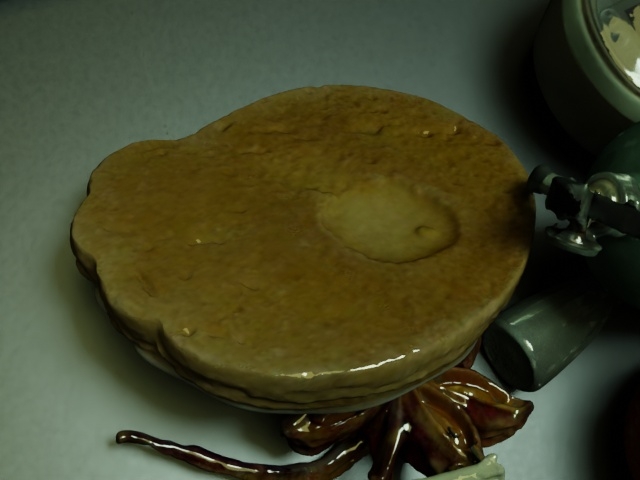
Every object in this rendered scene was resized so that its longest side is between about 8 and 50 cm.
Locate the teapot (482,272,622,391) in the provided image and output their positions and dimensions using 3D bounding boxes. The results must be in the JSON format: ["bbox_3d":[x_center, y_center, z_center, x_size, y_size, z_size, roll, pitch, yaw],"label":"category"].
[{"bbox_3d":[0.137,0.033,0.495,0.110,0.043,0.043,-31,83,-22],"label":"teapot"}]

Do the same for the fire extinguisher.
[{"bbox_3d":[0.198,-0.004,0.449,0.294,0.118,0.093,7,104,-31],"label":"fire extinguisher"}]

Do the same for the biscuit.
[{"bbox_3d":[0.000,0.000,0.440,0.208,0.049,0.181,-27,53,-29],"label":"biscuit"}]

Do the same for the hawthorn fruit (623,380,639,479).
[{"bbox_3d":[0.215,0.111,0.441,0.133,0.133,0.138,4,75,-12],"label":"hawthorn fruit"}]

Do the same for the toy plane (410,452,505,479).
[{"bbox_3d":[0.026,0.194,0.396,0.262,0.088,0.192,-13,99,3],"label":"toy plane"}]

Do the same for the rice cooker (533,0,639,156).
[{"bbox_3d":[0.213,-0.118,0.514,0.206,0.127,0.145,-22,81,-22],"label":"rice cooker"}]

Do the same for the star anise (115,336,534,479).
[{"bbox_3d":[0.003,0.079,0.440,0.190,0.070,0.097,5,46,-10],"label":"star anise"}]
